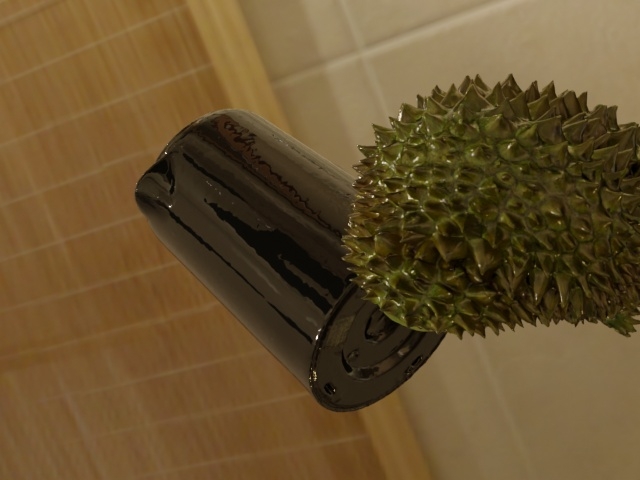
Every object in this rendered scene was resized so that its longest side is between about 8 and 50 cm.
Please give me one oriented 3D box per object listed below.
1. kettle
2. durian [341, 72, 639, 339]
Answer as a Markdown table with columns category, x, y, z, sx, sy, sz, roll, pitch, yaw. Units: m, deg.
| category | x | y | z | sx | sy | sz | roll | pitch | yaw |
| --- | --- | --- | --- | --- | --- | --- | --- | --- | --- |
| kettle | -0.003 | -0.009 | 1.280 | 0.262 | 0.308 | 0.203 | -33 | -39 | -23 |
| durian | 0.138 | -0.020 | 0.843 | 0.237 | 0.176 | 0.200 | 12 | -148 | -30 |
